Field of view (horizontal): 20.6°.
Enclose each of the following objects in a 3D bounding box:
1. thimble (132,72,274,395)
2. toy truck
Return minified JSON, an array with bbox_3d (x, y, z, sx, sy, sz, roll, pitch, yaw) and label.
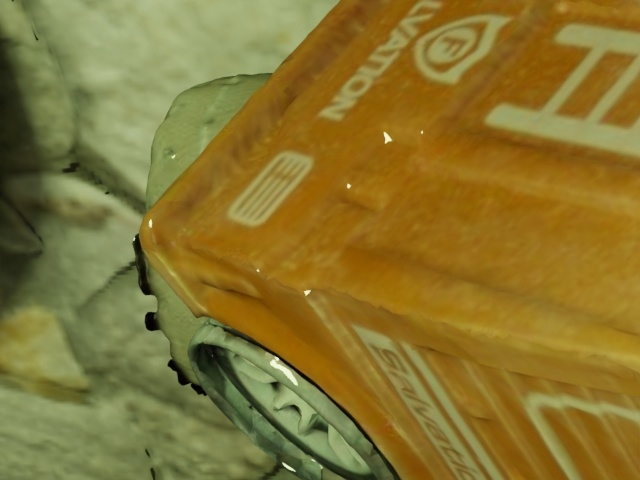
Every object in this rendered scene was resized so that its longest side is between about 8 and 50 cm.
[{"bbox_3d":[0.000,0.000,0.567,0.090,0.102,0.115,-2,118,17],"label":"thimble"},{"bbox_3d":[0.142,0.088,0.483,0.207,0.173,0.387,16,148,49],"label":"toy truck"}]
